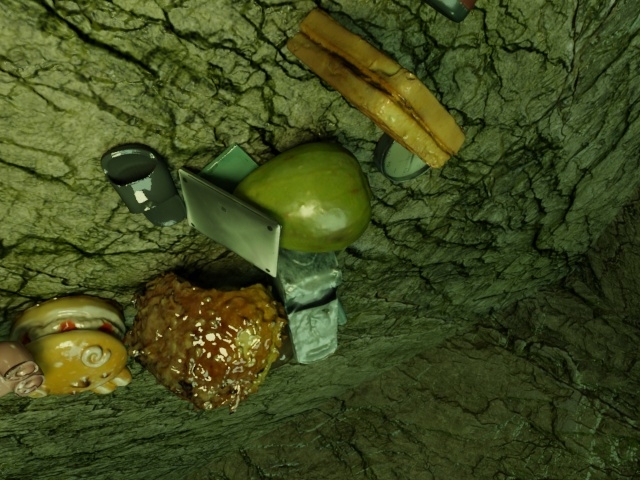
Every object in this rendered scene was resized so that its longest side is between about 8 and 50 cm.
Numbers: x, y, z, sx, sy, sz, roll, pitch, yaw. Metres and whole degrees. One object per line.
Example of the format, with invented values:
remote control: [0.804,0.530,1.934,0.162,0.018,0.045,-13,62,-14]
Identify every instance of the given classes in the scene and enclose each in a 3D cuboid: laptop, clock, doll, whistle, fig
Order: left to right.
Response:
doll: [-0.747,0.240,0.838,0.216,0.268,0.284,-31,154,-38]
laptop: [-0.202,-0.035,0.903,0.015,0.269,0.187,-49,161,-37]
fig: [-0.042,-0.088,0.945,0.327,0.258,0.258,-13,144,-6]
whistle: [-0.037,0.155,1.158,0.168,0.404,0.188,-15,178,-20]
whistle: [0.054,0.260,1.632,0.062,0.062,0.312,-28,146,-3]
clock: [0.255,-0.257,1.125,0.226,0.049,0.226,-20,144,-15]

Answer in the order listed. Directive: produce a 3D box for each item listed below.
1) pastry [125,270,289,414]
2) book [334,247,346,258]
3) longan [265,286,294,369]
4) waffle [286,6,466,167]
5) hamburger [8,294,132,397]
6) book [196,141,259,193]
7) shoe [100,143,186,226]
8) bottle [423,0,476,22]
pastry: [-0.290,0.263,1.071,0.406,0.337,0.292,8,174,1]
book: [0.000,0.000,1.284,0.231,0.026,0.161,4,133,-40]
longan: [-0.174,0.281,1.311,0.258,0.258,0.258,-20,145,-15]
waffle: [0.095,-0.272,0.732,0.224,0.327,0.098,19,118,-47]
hamburger: [-0.627,0.296,1.054,0.261,0.186,0.302,-22,148,-11]
book: [-0.214,-0.151,0.934,0.135,0.017,0.103,-38,145,8]
shoe: [-0.347,-0.090,0.846,0.108,0.093,0.241,-24,148,-7]
bottle: [0.290,-0.557,0.678,0.144,0.144,0.336,7,130,-43]
